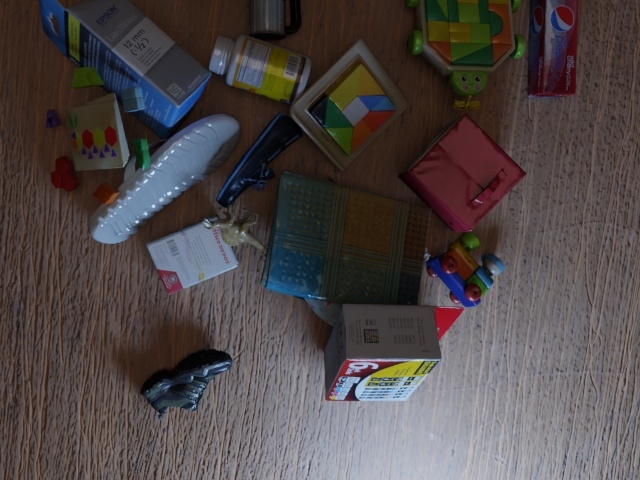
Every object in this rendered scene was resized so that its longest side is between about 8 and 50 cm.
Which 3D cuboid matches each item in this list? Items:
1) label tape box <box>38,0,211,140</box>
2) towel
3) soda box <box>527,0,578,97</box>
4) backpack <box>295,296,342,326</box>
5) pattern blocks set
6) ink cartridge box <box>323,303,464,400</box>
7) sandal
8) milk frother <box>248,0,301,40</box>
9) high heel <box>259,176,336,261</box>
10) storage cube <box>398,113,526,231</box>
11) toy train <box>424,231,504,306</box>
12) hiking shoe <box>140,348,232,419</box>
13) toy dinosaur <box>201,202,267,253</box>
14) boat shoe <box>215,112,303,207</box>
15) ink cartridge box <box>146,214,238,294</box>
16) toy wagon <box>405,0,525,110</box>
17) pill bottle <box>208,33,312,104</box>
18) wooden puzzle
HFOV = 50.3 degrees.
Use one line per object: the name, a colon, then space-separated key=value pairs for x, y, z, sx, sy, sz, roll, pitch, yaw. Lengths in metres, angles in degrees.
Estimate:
label tape box: x=-0.411 y=-0.388 z=1.420 sx=0.348 sy=0.249 sz=0.115 roll=43 pitch=71 yaw=-9
towel: x=0.062 y=0.012 z=1.551 sx=0.371 sy=0.040 sz=0.271 roll=12 pitch=83 yaw=-14
soda box: x=0.550 y=-0.473 z=1.613 sx=0.084 sy=0.092 sz=0.263 roll=-2 pitch=97 yaw=-8
backpack: x=0.031 y=0.131 z=1.612 sx=0.152 sy=0.115 sz=0.182 roll=-38 pitch=102 yaw=-4
pattern blocks set: x=-0.474 y=-0.221 z=1.441 sx=0.325 sy=0.026 sz=0.285 roll=11 pitch=108 yaw=34
ink cartridge box: x=0.161 y=0.260 z=1.538 sx=0.272 sy=0.309 sz=0.130 roll=1 pitch=62 yaw=-7
sandal: x=-0.366 y=-0.160 z=1.528 sx=0.416 sy=0.169 sz=0.102 roll=-40 pitch=67 yaw=-2
milk frother: x=-0.091 y=-0.522 z=1.505 sx=0.129 sy=0.143 sz=0.134 roll=-2 pitch=95 yaw=-14
high heel: x=0.000 y=0.000 z=1.599 sx=0.186 sy=0.093 sz=0.261 roll=45 pitch=81 yaw=-3
storage cube: x=0.316 y=-0.150 z=1.568 sx=0.193 sy=0.215 sz=0.183 roll=44 pitch=91 yaw=-3
toy train: x=0.324 y=0.029 z=1.651 sx=0.143 sy=0.105 sz=0.248 roll=-42 pitch=93 yaw=-17
hiking shoe: x=-0.304 y=0.341 z=1.623 sx=0.227 sy=0.086 sz=0.114 roll=-23 pitch=112 yaw=2
toy dinosaur: x=-0.180 y=-0.027 z=1.550 sx=0.183 sy=0.053 sz=0.092 roll=26 pitch=88 yaw=-17
boat shoe: x=-0.136 y=-0.171 z=1.562 sx=0.089 sy=0.109 sz=0.258 roll=38 pitch=93 yaw=-13
ink cartridge box: x=-0.293 y=0.031 z=1.581 sx=0.175 sy=0.072 sz=0.127 roll=-22 pitch=98 yaw=-4
toy wagon: x=0.337 y=-0.471 z=1.566 sx=0.268 sy=0.068 sz=0.344 roll=-1 pitch=79 yaw=-9
pill bottle: x=-0.135 y=-0.387 z=1.529 sx=0.215 sy=0.117 sz=0.117 roll=17 pitch=94 yaw=-8
wooden puzzle: x=0.074 y=-0.303 z=1.556 sx=0.238 sy=0.044 sz=0.221 roll=-47 pitch=127 yaw=-1
